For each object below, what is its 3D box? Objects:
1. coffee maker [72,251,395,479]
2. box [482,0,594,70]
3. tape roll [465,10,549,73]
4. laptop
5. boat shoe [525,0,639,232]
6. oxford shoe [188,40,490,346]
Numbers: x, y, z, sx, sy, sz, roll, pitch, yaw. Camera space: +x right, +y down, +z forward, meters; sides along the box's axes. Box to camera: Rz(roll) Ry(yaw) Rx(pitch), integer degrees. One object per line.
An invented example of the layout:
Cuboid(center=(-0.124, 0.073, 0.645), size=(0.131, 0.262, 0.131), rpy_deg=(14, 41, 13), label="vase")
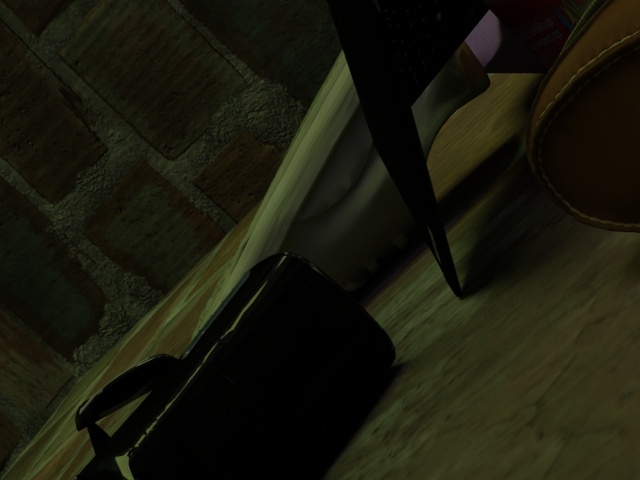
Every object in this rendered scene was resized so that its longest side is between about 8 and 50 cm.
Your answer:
Cuboid(center=(-0.037, 0.105, 0.602), size=(0.171, 0.120, 0.178), rpy_deg=(0, 43, 47), label="coffee maker")
Cuboid(center=(0.210, -0.175, 0.585), size=(0.122, 0.128, 0.257), rpy_deg=(-48, 8, -12), label="box")
Cuboid(center=(0.173, -0.280, 0.868), size=(0.275, 0.090, 0.274), rpy_deg=(179, 90, -82), label="tape roll")
Cuboid(center=(0.078, -0.150, 0.641), size=(0.137, 0.234, 0.264), rpy_deg=(22, 61, 32), label="laptop")
Cuboid(center=(0.157, -0.057, 0.324), size=(0.104, 0.111, 0.307), rpy_deg=(-49, 8, -29), label="boat shoe")
Cuboid(center=(0.000, 0.000, 0.882), size=(0.449, 0.130, 0.169), rpy_deg=(-59, 7, 19), label="oxford shoe")
